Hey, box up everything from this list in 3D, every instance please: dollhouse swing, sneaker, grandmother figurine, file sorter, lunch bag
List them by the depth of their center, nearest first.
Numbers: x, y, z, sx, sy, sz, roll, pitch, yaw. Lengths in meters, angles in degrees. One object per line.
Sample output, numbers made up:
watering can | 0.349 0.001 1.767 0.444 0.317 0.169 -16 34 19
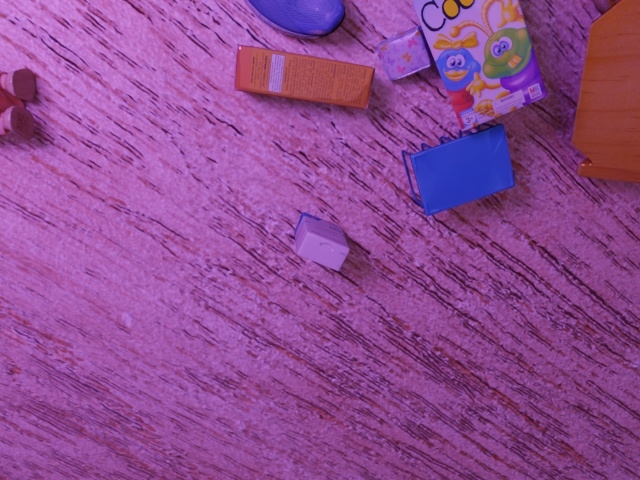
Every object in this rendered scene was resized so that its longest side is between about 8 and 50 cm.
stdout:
sneaker | -0.102 -0.434 0.745 0.330 0.147 0.129 32 104 -16
grandmother figurine | -0.666 -0.226 0.797 0.343 0.104 0.207 4 82 -4
lunch bag | 0.148 -0.331 0.856 0.084 0.053 0.071 -16 113 27
dollhouse swing | 0.662 -0.321 0.868 0.316 0.305 0.346 12 132 29
file sorter | 0.252 -0.140 0.908 0.171 0.104 0.118 -19 111 2

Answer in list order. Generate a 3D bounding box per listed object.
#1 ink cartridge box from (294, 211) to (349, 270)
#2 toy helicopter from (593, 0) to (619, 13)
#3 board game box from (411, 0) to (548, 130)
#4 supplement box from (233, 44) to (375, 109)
ink cartridge box | 0.000 0.000 0.924 0.089 0.122 0.052 22 106 -12
toy helicopter | 0.613 -0.541 0.808 0.235 0.140 0.354 22 117 -22
board game box | 0.247 -0.348 0.788 0.142 0.144 0.275 -21 114 22
supplement box | -0.029 -0.283 0.843 0.234 0.078 0.080 5 109 -7
